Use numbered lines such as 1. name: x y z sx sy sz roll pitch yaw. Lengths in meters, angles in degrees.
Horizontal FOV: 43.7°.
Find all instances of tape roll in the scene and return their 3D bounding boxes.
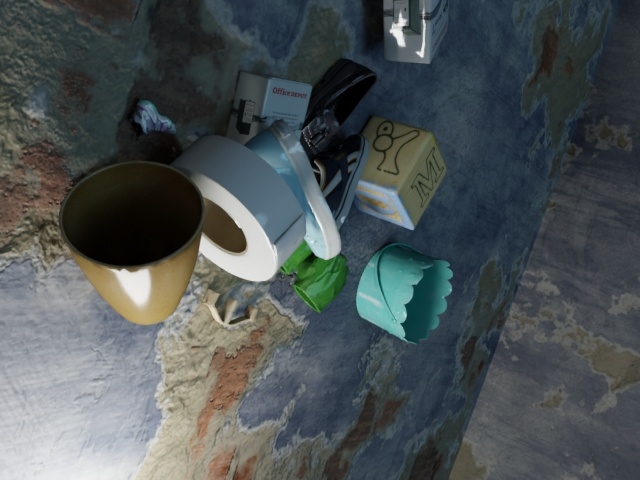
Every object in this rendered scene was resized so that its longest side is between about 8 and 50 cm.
1. tape roll: -0.166 -0.057 1.504 0.100 0.286 0.286 -48 143 -30

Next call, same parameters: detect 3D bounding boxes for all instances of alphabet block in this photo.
1. alphabet block: 0.188 -0.177 2.069 0.197 0.192 0.193 -58 149 -15

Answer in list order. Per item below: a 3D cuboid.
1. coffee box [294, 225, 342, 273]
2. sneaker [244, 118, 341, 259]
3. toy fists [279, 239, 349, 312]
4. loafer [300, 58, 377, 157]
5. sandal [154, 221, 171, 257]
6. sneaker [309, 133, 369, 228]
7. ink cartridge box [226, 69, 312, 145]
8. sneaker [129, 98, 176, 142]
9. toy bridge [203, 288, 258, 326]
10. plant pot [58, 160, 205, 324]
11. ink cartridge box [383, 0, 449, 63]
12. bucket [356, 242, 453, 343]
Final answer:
1. coffee box: 0.000 0.000 2.023 0.113 0.040 0.184 -1 109 -54
2. sneaker: -0.074 -0.078 1.636 0.150 0.135 0.366 -30 131 -6
3. toy fists: -0.032 0.040 1.910 0.142 0.096 0.279 -46 125 -14
4. loafer: 0.022 -0.295 1.831 0.303 0.095 0.109 -57 147 -20
5. sandal: -0.304 0.017 1.557 0.049 0.072 0.180 -30 140 -16
6. sneaker: 0.025 -0.163 1.876 0.126 0.127 0.321 -48 -163 42
7. ink cartridge box: -0.112 -0.240 1.666 0.153 0.086 0.209 -4 112 -55
8. sneaker: -0.309 -0.203 1.440 0.098 0.038 0.069 42 74 -47
9. toy bridge: -0.210 0.161 1.810 0.188 0.026 0.063 31 83 -58
10. plant pot: -0.316 0.031 1.412 0.237 0.237 0.254 -46 156 -32
11. ink cartridge box: 0.232 -0.598 1.898 0.211 0.121 0.289 -61 154 -46
12. bucket: 0.246 0.151 2.354 0.281 0.183 0.281 -34 135 -44
